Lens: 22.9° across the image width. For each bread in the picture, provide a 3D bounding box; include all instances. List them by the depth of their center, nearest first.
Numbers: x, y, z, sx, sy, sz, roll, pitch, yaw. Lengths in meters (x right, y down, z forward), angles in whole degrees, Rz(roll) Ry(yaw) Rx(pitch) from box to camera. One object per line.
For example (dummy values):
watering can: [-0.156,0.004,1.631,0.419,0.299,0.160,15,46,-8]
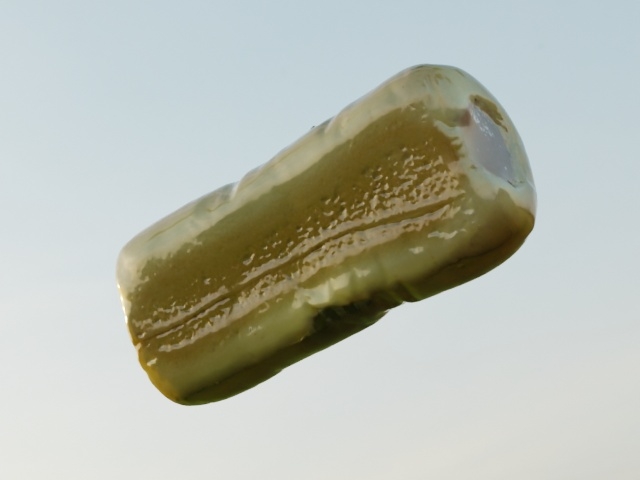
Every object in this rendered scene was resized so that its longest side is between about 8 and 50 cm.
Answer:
bread: [0.000,0.000,1.061,0.305,0.142,0.091,-28,-12,25]
